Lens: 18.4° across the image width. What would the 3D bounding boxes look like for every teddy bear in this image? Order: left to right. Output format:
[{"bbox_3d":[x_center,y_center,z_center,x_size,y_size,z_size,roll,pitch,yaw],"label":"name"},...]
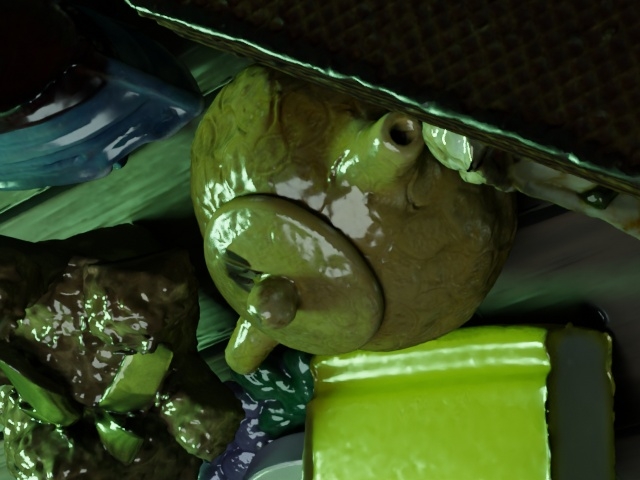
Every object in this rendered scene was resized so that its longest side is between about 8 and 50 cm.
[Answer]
[{"bbox_3d":[-0.172,0.099,1.354,0.246,0.296,0.222,7,94,5],"label":"teddy bear"}]

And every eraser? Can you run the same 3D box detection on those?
[{"bbox_3d":[0.086,0.138,1.284,0.226,0.069,0.158,-10,78,44],"label":"eraser"}]

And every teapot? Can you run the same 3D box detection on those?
[{"bbox_3d":[0.000,0.000,1.196,0.203,0.167,0.311,37,143,1],"label":"teapot"}]

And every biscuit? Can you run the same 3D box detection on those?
[{"bbox_3d":[0.060,-0.114,0.995,0.388,0.107,0.073,23,179,36],"label":"biscuit"}]

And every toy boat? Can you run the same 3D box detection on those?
[{"bbox_3d":[-0.199,-0.090,1.313,0.309,0.129,0.142,1,158,38],"label":"toy boat"}]

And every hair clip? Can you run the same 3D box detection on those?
[{"bbox_3d":[-0.026,0.144,1.472,0.124,0.052,0.195,23,134,-3],"label":"hair clip"}]

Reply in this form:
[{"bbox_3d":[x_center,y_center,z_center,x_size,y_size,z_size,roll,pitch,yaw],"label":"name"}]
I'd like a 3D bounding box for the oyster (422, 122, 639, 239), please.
[{"bbox_3d":[0.211,-0.039,1.058,0.294,0.094,0.166,28,135,-21],"label":"oyster"}]

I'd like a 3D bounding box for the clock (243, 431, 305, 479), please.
[{"bbox_3d":[0.043,0.214,1.434,0.198,0.064,0.172,39,132,-21],"label":"clock"}]
